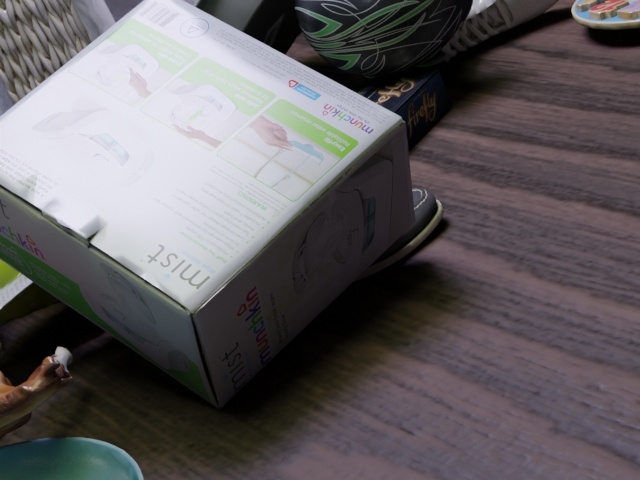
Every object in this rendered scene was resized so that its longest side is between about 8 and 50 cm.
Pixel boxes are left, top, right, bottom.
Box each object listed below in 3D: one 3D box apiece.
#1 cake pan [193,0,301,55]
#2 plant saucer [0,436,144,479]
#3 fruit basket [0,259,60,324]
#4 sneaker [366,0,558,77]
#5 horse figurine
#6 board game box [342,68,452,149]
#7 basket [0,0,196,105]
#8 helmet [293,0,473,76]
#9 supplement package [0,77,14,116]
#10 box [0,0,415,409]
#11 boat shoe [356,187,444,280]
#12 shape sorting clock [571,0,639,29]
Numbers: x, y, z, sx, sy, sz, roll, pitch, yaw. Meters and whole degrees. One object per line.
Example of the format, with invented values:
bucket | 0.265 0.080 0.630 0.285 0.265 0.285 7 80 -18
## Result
cake pan | -0.070 -0.228 1.816 0.293 0.054 0.293 -55 -6 -9
plant saucer | -0.251 0.235 1.127 0.318 0.043 0.317 -20 21 8
fruit basket | -0.299 0.029 1.571 0.353 0.165 0.327 -42 21 -1
sneaker | 0.144 -0.225 1.784 0.235 0.090 0.094 -18 34 24
horse figurine | -0.294 0.128 1.298 0.263 0.066 0.174 -16 14 3
board game box | -0.007 -0.076 1.616 0.165 0.042 0.243 -6 27 38
basket | -0.241 -0.318 2.059 0.266 0.331 0.328 -11 23 43
helmet | 0.058 -0.236 1.679 0.169 0.169 0.161 -21 30 7
supplement package | -0.411 -0.092 1.845 0.194 0.203 0.149 -24 22 -1
box | -0.102 -0.040 1.333 0.262 0.126 0.231 30 61 30
boat shoe | 0.000 0.000 1.396 0.206 0.065 0.075 -26 21 -7
shape sorting clock | 0.339 -0.246 1.670 0.206 0.040 0.206 -20 22 8
